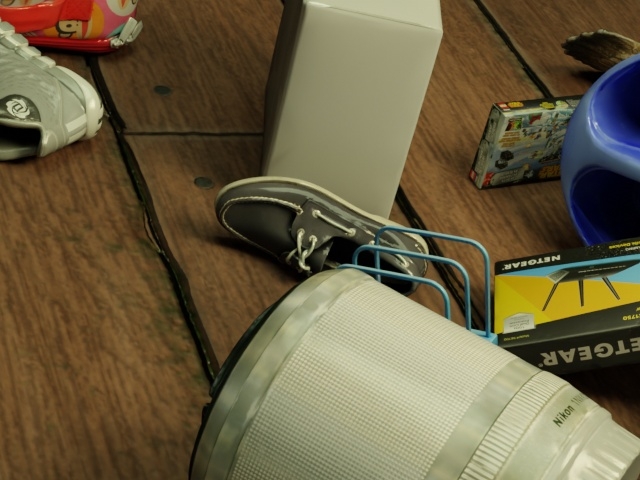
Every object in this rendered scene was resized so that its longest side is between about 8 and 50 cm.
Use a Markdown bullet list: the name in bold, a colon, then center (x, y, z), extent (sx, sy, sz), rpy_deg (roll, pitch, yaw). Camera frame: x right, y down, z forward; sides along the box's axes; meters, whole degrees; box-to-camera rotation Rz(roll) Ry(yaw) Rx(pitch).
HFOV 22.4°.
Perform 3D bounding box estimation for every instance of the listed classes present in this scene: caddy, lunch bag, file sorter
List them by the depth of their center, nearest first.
- **file sorter**: center (0.058, 0.072, 1.343), extent (0.118, 0.104, 0.170), rpy_deg (10, 30, 28)
- **caddy**: center (0.397, -0.051, 1.527), extent (0.341, 0.241, 0.179), rpy_deg (20, 20, 29)
- **lunch bag**: center (-0.334, -0.293, 1.715), extent (0.293, 0.120, 0.258), rpy_deg (3, 37, -19)

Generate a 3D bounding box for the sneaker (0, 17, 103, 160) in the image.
- **sneaker**: center (-0.332, -0.149, 1.547), extent (0.228, 0.086, 0.132), rpy_deg (28, 39, 16)

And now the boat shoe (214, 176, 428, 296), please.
- **boat shoe**: center (0.000, 0.000, 1.474), extent (0.206, 0.075, 0.065), rpy_deg (18, 31, -4)

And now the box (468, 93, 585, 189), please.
- **box**: center (0.228, -0.104, 1.690), extent (0.137, 0.094, 0.027), rpy_deg (-8, 41, -30)

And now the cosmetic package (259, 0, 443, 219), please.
- **cosmetic package**: center (0.027, -0.175, 1.596), extent (0.138, 0.224, 0.225), rpy_deg (11, 35, -5)

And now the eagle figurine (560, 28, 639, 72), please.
- **eagle figurine**: center (0.454, -0.189, 1.857), extent (0.298, 0.225, 0.226), rpy_deg (-25, 0, -6)

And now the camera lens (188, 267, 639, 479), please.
- **camera lens**: center (0.062, 0.164, 1.139), extent (0.274, 0.219, 0.219), rpy_deg (28, 37, 18)

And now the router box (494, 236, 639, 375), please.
- **router box**: center (0.247, 0.058, 1.447), extent (0.179, 0.046, 0.133), rpy_deg (-11, 33, 13)
